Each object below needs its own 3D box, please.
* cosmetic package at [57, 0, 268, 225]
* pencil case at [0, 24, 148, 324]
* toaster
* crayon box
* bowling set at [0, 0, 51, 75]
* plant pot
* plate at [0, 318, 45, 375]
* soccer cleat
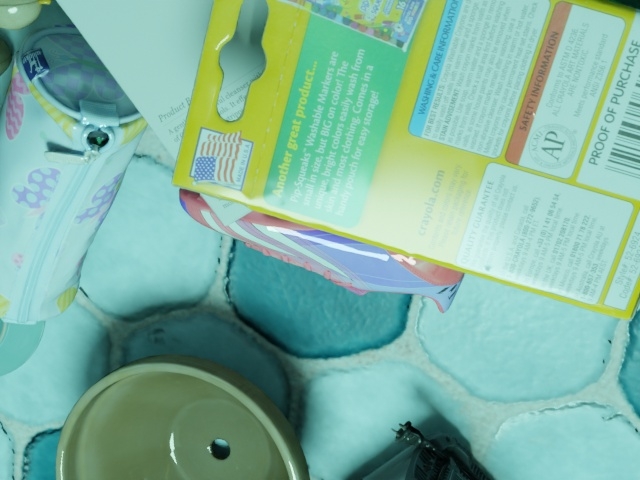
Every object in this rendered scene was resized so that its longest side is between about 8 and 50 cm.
[{"bbox_3d":[-0.085,-0.221,1.046,0.197,0.155,0.365,-28,105,25],"label":"cosmetic package"},{"bbox_3d":[-0.219,-0.049,1.163,0.124,0.113,0.273,63,141,28],"label":"pencil case"},{"bbox_3d":[0.095,0.278,1.261,0.146,0.129,0.227,-37,103,30],"label":"toaster"},{"bbox_3d":[0.083,-0.093,0.941,0.323,0.083,0.203,16,114,1],"label":"crayon box"},{"bbox_3d":[-0.334,-0.149,1.151,0.287,0.154,0.200,8,117,12],"label":"bowling set"},{"bbox_3d":[-0.110,0.206,1.280,0.237,0.110,0.237,5,105,18],"label":"plant pot"},{"bbox_3d":[-0.349,0.055,1.332,0.188,0.024,0.188,6,117,12],"label":"plate"},{"bbox_3d":[0.000,0.000,1.178,0.248,0.083,0.095,10,122,8],"label":"soccer cleat"}]
